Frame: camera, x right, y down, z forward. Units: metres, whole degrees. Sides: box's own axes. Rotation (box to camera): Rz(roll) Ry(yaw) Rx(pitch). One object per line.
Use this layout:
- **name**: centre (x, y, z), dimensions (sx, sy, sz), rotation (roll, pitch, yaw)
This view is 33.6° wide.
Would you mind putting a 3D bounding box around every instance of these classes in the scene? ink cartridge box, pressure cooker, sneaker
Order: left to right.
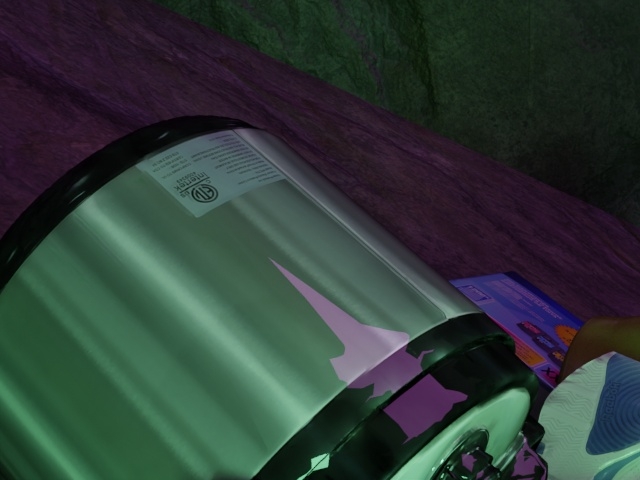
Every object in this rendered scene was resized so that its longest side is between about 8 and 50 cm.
- **pressure cooker**: centre (-0.038, 0.152, 0.832), dimensions (0.420, 0.370, 0.375), rotation (41, -6, 23)
- **ink cartridge box**: centre (0.299, 0.182, 1.572), dimensions (0.270, 0.151, 0.395), rotation (39, 20, 26)
- **sneaker**: centre (0.282, 0.284, 1.147), dimensions (0.127, 0.315, 0.182), rotation (27, -21, 37)

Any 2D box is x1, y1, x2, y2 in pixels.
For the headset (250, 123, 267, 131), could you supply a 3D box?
- **headset**: centre (0.000, 0.000, 1.551), dimensions (0.394, 0.185, 0.243), rotation (33, 16, -23)

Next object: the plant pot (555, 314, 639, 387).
- **plant pot**: centre (0.480, 0.228, 1.267), dimensions (0.353, 0.367, 0.366), rotation (5, 4, 34)
